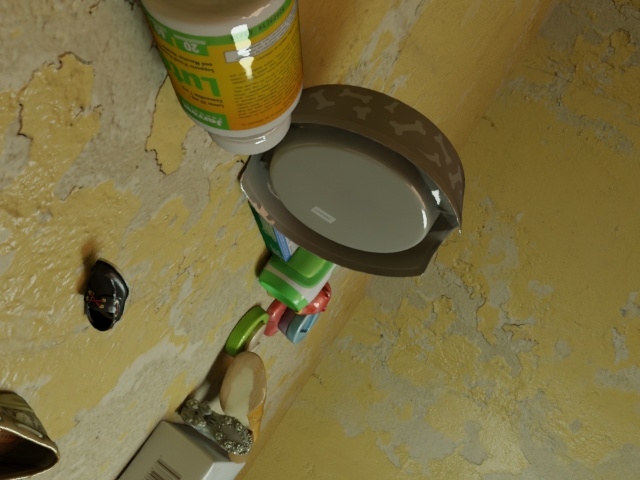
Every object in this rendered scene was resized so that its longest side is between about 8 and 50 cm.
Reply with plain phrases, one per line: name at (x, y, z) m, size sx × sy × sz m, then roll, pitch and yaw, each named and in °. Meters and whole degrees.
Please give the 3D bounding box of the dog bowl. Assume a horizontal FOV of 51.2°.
dog bowl at (0.052, -0.084, 0.989) m, size 0.348 × 0.349 × 0.102 m, roll 99°, pitch 16°, yaw -60°

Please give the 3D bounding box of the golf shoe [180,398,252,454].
golf shoe at (-0.231, 0.416, 1.489) m, size 0.069 × 0.176 × 0.086 m, roll -54°, pitch 178°, yaw -26°

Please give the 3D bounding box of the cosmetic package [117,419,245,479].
cosmetic package at (-0.320, 0.554, 1.537) m, size 0.217 × 0.156 × 0.385 m, roll -52°, pitch 167°, yaw -14°

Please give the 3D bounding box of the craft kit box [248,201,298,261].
craft kit box at (-0.024, -0.103, 1.252) m, size 0.246 × 0.061 × 0.250 m, roll -50°, pitch 166°, yaw -14°

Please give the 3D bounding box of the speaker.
speaker at (0.000, 0.000, 1.411) m, size 0.296 × 0.131 × 0.131 m, roll -53°, pitch 166°, yaw -14°

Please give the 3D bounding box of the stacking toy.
stacking toy at (-0.084, 0.208, 1.597) m, size 0.279 × 0.130 × 0.309 m, roll -51°, pitch 165°, yaw -20°

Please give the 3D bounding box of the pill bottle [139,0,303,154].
pill bottle at (-0.086, -0.188, 0.661) m, size 0.136 × 0.136 × 0.245 m, roll -52°, pitch 166°, yaw -17°

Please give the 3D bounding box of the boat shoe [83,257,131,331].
boat shoe at (-0.265, 0.070, 0.824) m, size 0.042 × 0.049 × 0.133 m, roll -56°, pitch 173°, yaw -37°

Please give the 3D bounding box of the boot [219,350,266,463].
boot at (-0.179, 0.358, 1.600) m, size 0.211 × 0.104 × 0.295 m, roll -91°, pitch -173°, yaw -72°

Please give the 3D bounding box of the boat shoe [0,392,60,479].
boat shoe at (-0.373, 0.214, 0.699) m, size 0.104 × 0.089 × 0.285 m, roll -55°, pitch 166°, yaw -2°
